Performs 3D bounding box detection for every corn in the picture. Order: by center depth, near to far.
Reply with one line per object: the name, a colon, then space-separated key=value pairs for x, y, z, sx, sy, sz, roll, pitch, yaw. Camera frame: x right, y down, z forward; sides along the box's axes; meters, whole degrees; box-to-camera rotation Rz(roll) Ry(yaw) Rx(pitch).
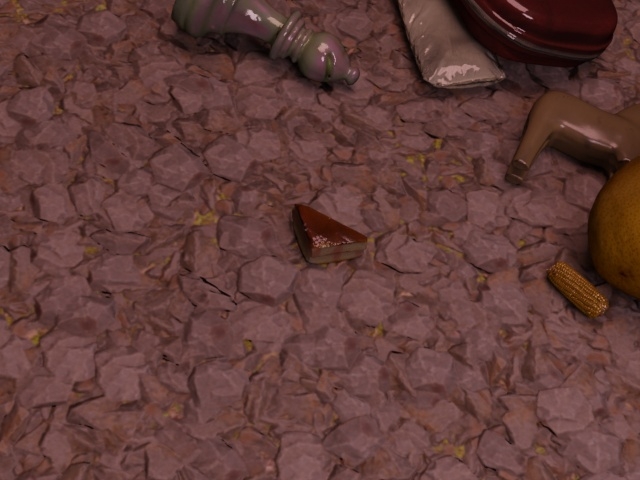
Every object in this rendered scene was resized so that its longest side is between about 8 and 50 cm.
corn: x=0.327 y=0.063 z=1.583 sx=0.037 sy=0.037 sz=0.092 roll=-32 pitch=65 yaw=-30

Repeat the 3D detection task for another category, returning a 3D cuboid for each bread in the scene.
bread: x=0.000 y=0.000 z=1.565 sx=0.109 sy=0.043 sz=0.062 roll=28 pitch=51 yaw=10

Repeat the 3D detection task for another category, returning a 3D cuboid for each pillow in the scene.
pillow: x=0.187 y=-0.309 z=1.839 sx=0.128 sy=0.051 sz=0.229 roll=-1 pitch=51 yaw=-16

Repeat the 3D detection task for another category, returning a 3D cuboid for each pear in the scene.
pear: x=0.435 y=-0.013 z=1.563 sx=0.209 sy=0.209 sz=0.209 roll=5 pitch=52 yaw=-7

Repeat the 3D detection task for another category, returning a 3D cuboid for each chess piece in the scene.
chess piece: x=-0.064 y=-0.297 z=1.748 sx=0.272 sy=0.139 sz=0.139 roll=32 pitch=53 yaw=1

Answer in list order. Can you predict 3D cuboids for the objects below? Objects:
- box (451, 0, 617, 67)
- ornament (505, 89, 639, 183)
box: x=0.284 y=-0.422 z=1.883 sx=0.263 sy=0.108 sz=0.404 roll=2 pitch=50 yaw=-30
ornament: x=0.400 y=-0.138 z=1.738 sx=0.230 sy=0.061 sz=0.245 roll=25 pitch=55 yaw=6
